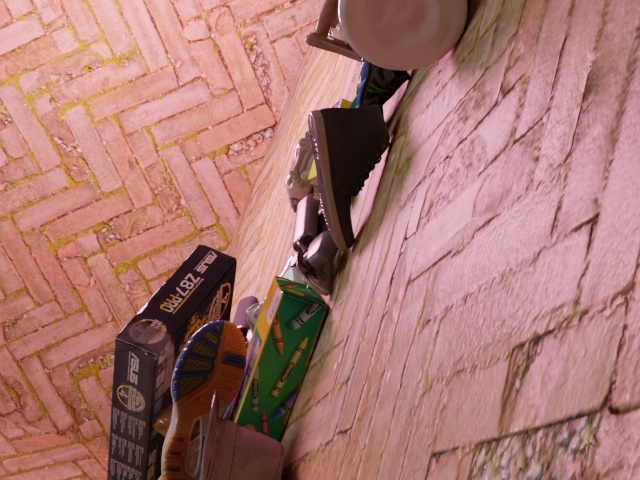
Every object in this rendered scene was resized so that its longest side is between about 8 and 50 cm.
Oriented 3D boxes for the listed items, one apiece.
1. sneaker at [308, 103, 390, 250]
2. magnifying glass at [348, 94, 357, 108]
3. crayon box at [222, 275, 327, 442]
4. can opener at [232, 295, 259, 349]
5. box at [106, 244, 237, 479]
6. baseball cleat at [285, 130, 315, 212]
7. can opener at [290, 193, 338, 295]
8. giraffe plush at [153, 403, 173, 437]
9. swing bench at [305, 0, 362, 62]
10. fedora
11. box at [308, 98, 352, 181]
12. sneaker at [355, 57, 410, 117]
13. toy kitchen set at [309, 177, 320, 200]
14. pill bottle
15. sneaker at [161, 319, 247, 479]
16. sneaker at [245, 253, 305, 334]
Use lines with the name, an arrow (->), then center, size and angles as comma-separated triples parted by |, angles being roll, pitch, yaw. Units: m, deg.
sneaker -> 0.057, -0.099, 1.737 | 0.083, 0.118, 0.222 | -142, 43, -78
magnifying glass -> 0.057, -0.211, 1.864 | 0.231, 0.026, 0.092 | -53, -20, -53
crayon box -> -0.080, 0.209, 1.841 | 0.165, 0.081, 0.278 | -134, 63, -80
can opener -> -0.130, 0.191, 2.290 | 0.283, 0.095, 0.076 | -82, -30, -68
box -> -0.285, 0.249, 2.158 | 0.318, 0.097, 0.395 | -49, -23, -49
baseball cleat -> -0.028, -0.140, 2.319 | 0.109, 0.072, 0.206 | 91, -160, -44
can opener -> 0.000, 0.000, 1.890 | 0.093, 0.074, 0.280 | -42, 19, 17
giraffe plush -> -0.178, 0.317, 2.070 | 0.170, 0.181, 0.210 | -64, -31, -34
swing bench -> 0.094, -0.431, 1.938 | 0.255, 0.165, 0.253 | -87, 18, -78
fedora -> -0.121, 0.364, 1.622 | 0.244, 0.124, 0.275 | -94, 17, -74
box -> 0.029, -0.199, 2.193 | 0.109, 0.042, 0.178 | 168, 120, -79
sneaker -> 0.100, -0.247, 1.782 | 0.067, 0.078, 0.188 | -65, -15, -55
toy kitchen set -> 0.041, -0.084, 1.942 | 0.083, 0.075, 0.068 | -39, -53, -34
pill bottle -> 0.120, -0.390, 1.626 | 0.318, 0.176, 0.176 | -83, 16, -55
sneaker -> -0.203, 0.274, 1.828 | 0.131, 0.112, 0.296 | 136, 151, -72
sneaker -> -0.083, 0.119, 1.971 | 0.080, 0.094, 0.212 | 172, 113, -74
